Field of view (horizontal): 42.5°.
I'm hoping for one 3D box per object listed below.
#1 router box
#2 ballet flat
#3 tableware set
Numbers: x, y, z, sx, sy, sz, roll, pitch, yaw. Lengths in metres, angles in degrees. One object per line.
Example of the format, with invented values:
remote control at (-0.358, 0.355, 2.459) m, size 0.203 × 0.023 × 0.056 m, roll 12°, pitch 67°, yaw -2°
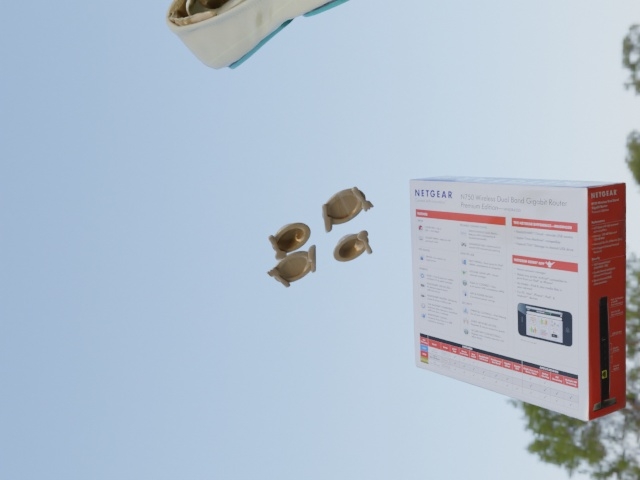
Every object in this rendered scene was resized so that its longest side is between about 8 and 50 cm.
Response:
router box at (0.268, 0.063, 1.170) m, size 0.082 × 0.335 × 0.301 m, roll -8°, pitch -80°, yaw -34°
ballet flat at (-0.025, -0.187, 0.561) m, size 0.086 × 0.248 × 0.086 m, roll 14°, pitch -112°, yaw -39°
tableware set at (0.000, 0.000, 1.114) m, size 0.168 × 0.020 × 0.141 m, roll -26°, pitch -36°, yaw -7°
